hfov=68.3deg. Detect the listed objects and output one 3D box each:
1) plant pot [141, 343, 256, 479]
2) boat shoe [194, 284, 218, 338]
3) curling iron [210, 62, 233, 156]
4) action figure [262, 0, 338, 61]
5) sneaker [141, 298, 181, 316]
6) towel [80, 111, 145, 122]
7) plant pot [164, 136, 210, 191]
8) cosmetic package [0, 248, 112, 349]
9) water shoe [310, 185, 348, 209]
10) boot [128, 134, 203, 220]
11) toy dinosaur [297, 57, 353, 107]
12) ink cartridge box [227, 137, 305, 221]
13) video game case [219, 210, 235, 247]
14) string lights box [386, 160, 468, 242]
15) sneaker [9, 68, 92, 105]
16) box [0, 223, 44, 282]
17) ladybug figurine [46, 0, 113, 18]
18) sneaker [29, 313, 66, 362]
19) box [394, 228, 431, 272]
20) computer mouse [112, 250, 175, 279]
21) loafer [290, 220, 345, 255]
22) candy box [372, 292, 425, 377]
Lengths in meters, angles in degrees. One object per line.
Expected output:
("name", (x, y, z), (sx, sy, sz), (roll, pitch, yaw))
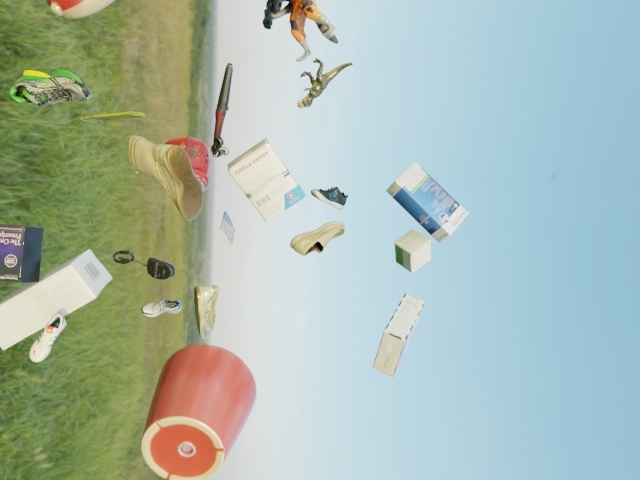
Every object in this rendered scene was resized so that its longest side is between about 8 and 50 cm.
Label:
("plant pot", (-0.309, 0.441, 1.183), (0.243, 0.274, 0.275), (-87, -177, -71))
("boat shoe", (-0.442, 0.286, 1.850), (0.285, 0.089, 0.105), (102, -30, -44))
("curling iron", (-0.262, -0.349, 1.292), (0.068, 0.035, 0.274), (41, -50, 30))
("action figure", (-0.083, -0.800, 1.619), (0.331, 0.178, 0.341), (69, -19, -4))
("sneaker", (-0.539, 0.222, 1.605), (0.058, 0.135, 0.052), (-49, -126, 48))
("towel", (-0.834, -0.495, 1.896), (0.102, 0.236, 0.021), (-34, 121, -69))
("plant pot", (-0.532, -0.283, 1.863), (0.191, 0.190, 0.174), (116, -30, -60))
("cosmetic package", (-1.002, 0.209, 1.735), (0.156, 0.384, 0.217), (59, 2, -17))
("water shoe", (0.037, -0.192, 1.934), (0.072, 0.203, 0.080), (34, -82, 36))
("boot", (-0.482, -0.193, 1.459), (0.095, 0.203, 0.262), (-51, 147, -35))
("toy dinosaur", (-0.007, -0.643, 1.863), (0.268, 0.118, 0.064), (-41, -178, 12))
("ink cartridge box", (-0.154, -0.172, 1.345), (0.191, 0.139, 0.082), (55, 6, -25))
("video game case", (-0.342, -0.041, 1.746), (0.122, 0.011, 0.087), (-93, 163, -52))
("string lights box", (0.367, -0.132, 1.619), (0.260, 0.133, 0.077), (45, -30, 3))
("sneaker", (-1.068, -0.585, 1.877), (0.134, 0.342, 0.147), (75, 24, -50))
("box", (-1.053, 0.038, 1.522), (0.103, 0.260, 0.185), (12, 81, -86))
("ladybug figurine", (-0.746, -0.914, 1.524), (0.162, 0.304, 0.450), (65, 43, -64))
("sneaker", (-0.870, 0.304, 1.499), (0.075, 0.057, 0.161), (-55, -168, 53))
("box", (0.324, 0.037, 1.653), (0.087, 0.101, 0.101), (37, -29, 40))
("computer mouse", (-0.638, 0.083, 1.713), (0.041, 0.241, 0.071), (-57, 163, -71))
("loafer", (0.000, 0.000, 2.010), (0.092, 0.268, 0.102), (58, -26, 22))
("candy box", (0.239, 0.284, 1.433), (0.196, 0.070, 0.165), (-47, 153, -49))
